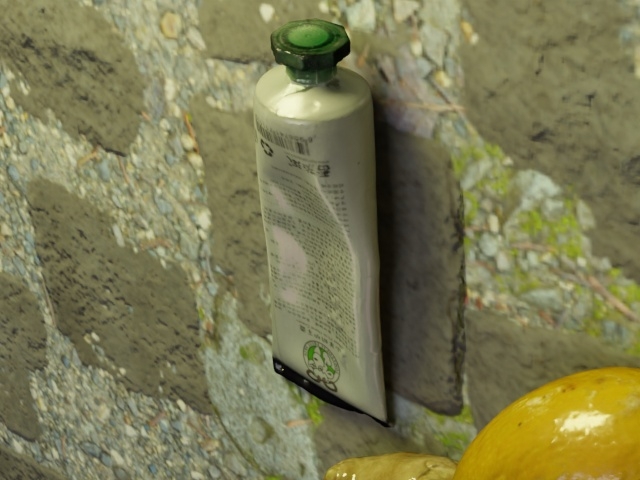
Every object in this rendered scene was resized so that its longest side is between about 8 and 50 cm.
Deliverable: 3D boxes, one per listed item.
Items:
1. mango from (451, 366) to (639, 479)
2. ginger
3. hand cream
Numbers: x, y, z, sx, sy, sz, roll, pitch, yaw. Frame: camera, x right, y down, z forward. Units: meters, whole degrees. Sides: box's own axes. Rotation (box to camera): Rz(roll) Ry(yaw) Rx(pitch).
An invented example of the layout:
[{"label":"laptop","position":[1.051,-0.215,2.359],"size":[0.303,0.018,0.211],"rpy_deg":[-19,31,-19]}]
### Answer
[{"label":"mango","position":[0.165,0.190,0.828],"size":[0.177,0.119,0.316],"rpy_deg":[26,129,3]},{"label":"ginger","position":[0.057,0.204,0.985],"size":[0.190,0.069,0.095],"rpy_deg":[-10,110,46]},{"label":"hand cream","position":[0.000,0.000,0.924],"size":[0.121,0.076,0.336],"rpy_deg":[29,139,34]}]
